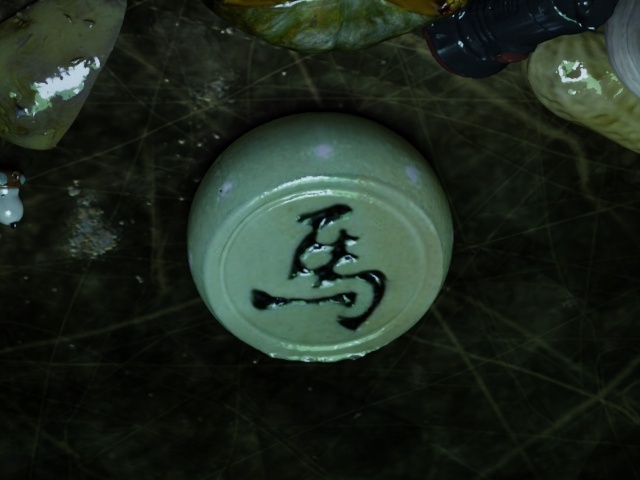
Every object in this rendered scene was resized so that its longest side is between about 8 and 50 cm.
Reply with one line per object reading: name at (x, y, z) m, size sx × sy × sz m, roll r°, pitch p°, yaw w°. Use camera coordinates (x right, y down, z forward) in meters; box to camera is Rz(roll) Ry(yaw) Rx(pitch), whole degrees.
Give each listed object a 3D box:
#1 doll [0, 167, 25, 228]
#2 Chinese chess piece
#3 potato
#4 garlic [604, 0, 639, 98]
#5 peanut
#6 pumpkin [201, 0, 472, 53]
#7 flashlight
doll at (-0.307, -0.035, 1.836) m, size 0.085 × 0.058 × 0.040 m, roll -11°, pitch 172°, yaw 38°
Chinese chess piece at (0.000, 0.000, 1.850) m, size 0.250 × 0.101 × 0.250 m, roll -3°, pitch 128°, yaw -3°
potato at (-0.243, -0.148, 1.724) m, size 0.101 × 0.089 × 0.172 m, roll 26°, pitch 122°, yaw -19°
garlic at (0.293, -0.244, 1.622) m, size 0.253 × 0.245 × 0.245 m, roll 32°, pitch 119°, yaw -9°
peanut at (0.282, -0.136, 1.775) m, size 0.226 × 0.095 × 0.108 m, roll 25°, pitch 128°, yaw -23°
pumpkin at (0.019, -0.295, 1.574) m, size 0.320 × 0.192 × 0.320 m, roll -3°, pitch 125°, yaw -4°
flashlight at (0.168, -0.188, 1.649) m, size 0.093 × 0.232 × 0.093 m, roll 0°, pitch 89°, yaw -22°
